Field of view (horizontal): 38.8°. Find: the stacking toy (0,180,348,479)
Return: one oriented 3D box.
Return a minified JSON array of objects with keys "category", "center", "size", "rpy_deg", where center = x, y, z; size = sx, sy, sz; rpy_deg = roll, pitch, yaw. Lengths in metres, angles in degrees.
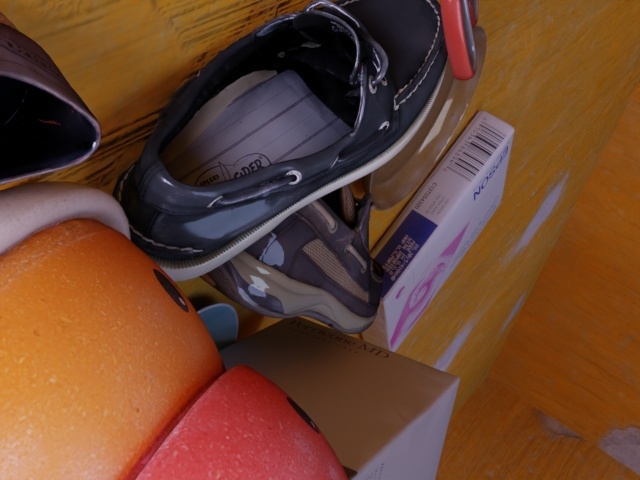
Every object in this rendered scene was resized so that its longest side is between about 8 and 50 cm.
[{"category":"stacking toy","center":[-0.039,0.220,0.473],"size":[0.351,0.479,0.350],"rpy_deg":[-60,176,-8]}]

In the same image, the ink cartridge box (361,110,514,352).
[{"category":"ink cartridge box","center":[0.174,0.015,1.384],"size":[0.324,0.071,0.330],"rpy_deg":[-52,159,-16]}]

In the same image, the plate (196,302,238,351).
[{"category":"plate","center":[-0.145,0.133,0.849],"size":[0.188,0.024,0.188],"rpy_deg":[-49,159,-26]}]

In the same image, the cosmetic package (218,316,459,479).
[{"category":"cosmetic package","center":[-0.045,0.210,0.818],"size":[0.385,0.217,0.156],"rpy_deg":[-25,129,-61]}]

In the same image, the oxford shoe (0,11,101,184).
[{"category":"oxford shoe","center":[-0.190,-0.051,0.327],"size":[0.271,0.098,0.097],"rpy_deg":[-24,142,-58]}]

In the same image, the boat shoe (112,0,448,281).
[{"category":"boat shoe","center":[-0.009,-0.109,0.647],"size":[0.340,0.127,0.113],"rpy_deg":[-36,165,-28]}]

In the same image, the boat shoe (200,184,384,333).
[{"category":"boat shoe","center":[0.000,0.000,0.833],"size":[0.130,0.132,0.355],"rpy_deg":[-59,162,5]}]

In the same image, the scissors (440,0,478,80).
[{"category":"scissors","center":[0.091,-0.251,0.656],"size":[0.297,0.021,0.109],"rpy_deg":[70,27,-48]}]

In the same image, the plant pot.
[{"category":"plant pot","center":[0.113,-0.143,1.038],"size":[0.236,0.032,0.236],"rpy_deg":[-49,160,-25]}]
